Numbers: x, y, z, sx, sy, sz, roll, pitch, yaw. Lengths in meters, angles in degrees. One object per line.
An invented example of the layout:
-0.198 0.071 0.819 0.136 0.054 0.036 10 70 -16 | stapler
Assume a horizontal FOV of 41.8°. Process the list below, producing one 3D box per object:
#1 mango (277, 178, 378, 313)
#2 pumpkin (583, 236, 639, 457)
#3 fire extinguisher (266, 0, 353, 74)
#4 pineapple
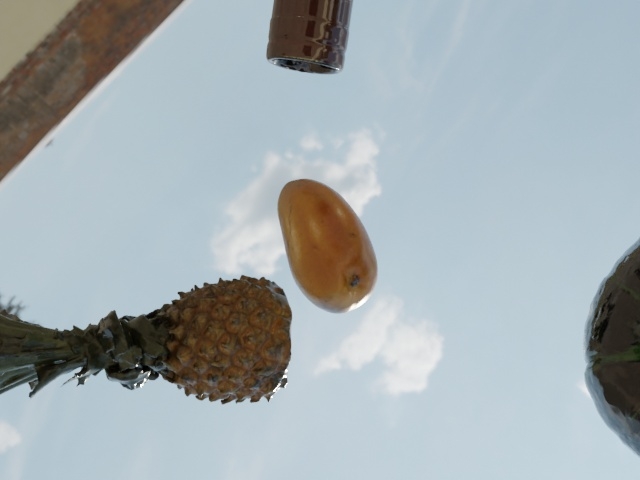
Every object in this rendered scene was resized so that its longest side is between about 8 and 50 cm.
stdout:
0.000 0.000 1.156 0.112 0.144 0.219 -18 -122 -21 | mango
0.412 0.104 0.824 0.315 0.238 0.315 -12 -108 41 | pumpkin
0.020 -0.385 1.055 0.102 0.138 0.343 -164 -97 -66 | fire extinguisher
-0.168 0.088 0.722 0.130 0.278 0.119 -121 -148 -64 | pineapple
